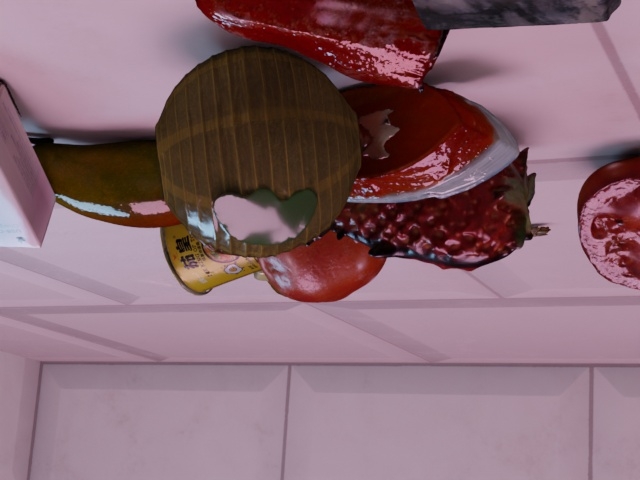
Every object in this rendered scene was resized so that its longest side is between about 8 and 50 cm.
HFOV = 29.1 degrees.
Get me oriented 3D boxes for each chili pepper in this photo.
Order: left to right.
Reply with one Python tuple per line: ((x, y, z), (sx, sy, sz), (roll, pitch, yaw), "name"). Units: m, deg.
((0.002, -0.225, 1.228), (0.252, 0.144, 0.136), (12, 134, -2), "chili pepper")

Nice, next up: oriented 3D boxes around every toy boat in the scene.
((0.098, -0.112, 1.540), (0.331, 0.145, 0.133), (-1, 162, 44), "toy boat")

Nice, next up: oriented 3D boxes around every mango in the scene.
((-0.283, -0.085, 1.815), (0.289, 0.129, 0.146), (5, 173, 10), "mango")

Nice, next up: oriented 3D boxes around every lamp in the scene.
((-0.050, -0.108, 1.430), (0.284, 0.250, 0.250), (-10, 167, -4), "lamp")

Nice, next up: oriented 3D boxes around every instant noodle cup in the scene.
((-0.154, -0.012, 2.015), (0.144, 0.182, 0.182), (-14, 160, 24), "instant noodle cup")

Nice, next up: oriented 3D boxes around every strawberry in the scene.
((0.134, -0.069, 1.658), (0.306, 0.233, 0.138), (3, 128, 13), "strawberry")

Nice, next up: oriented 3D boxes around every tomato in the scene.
((0.004, 0.000, 1.893), (0.231, 0.189, 0.232), (-6, -169, 1), "tomato")
((0.475, -0.043, 1.766), (0.200, 0.140, 0.233), (-11, 127, 25), "tomato")

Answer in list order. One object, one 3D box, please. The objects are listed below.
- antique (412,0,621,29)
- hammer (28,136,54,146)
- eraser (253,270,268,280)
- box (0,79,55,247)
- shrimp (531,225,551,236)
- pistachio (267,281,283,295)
((0.177, -0.245, 1.097), (0.182, 0.088, 0.086), (0, 167, 15), "antique")
((-0.517, -0.151, 1.814), (0.246, 0.029, 0.103), (5, 166, -13), "hammer")
((-0.029, 0.017, 2.196), (0.172, 0.117, 0.058), (6, 162, -9), "eraser")
((-0.499, -0.102, 1.681), (0.203, 0.106, 0.252), (1, 145, 9), "box")
((0.339, -0.020, 2.144), (0.114, 0.023, 0.083), (-1, 164, 35), "shrimp")
((-0.028, 0.060, 2.430), (0.189, 0.100, 0.110), (4, 147, 40), "pistachio")
